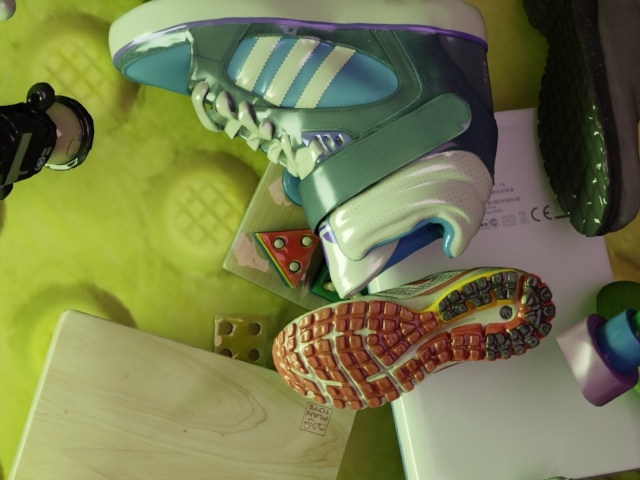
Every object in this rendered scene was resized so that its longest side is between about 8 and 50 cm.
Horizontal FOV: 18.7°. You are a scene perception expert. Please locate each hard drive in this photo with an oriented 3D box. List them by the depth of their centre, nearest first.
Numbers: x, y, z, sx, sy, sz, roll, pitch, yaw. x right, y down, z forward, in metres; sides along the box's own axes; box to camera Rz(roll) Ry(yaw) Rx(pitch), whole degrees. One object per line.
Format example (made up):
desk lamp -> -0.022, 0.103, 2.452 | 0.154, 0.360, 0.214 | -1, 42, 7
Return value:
hard drive -> 0.147, 0.051, 1.637 | 0.210, 0.040, 0.319 | -7, 77, -17

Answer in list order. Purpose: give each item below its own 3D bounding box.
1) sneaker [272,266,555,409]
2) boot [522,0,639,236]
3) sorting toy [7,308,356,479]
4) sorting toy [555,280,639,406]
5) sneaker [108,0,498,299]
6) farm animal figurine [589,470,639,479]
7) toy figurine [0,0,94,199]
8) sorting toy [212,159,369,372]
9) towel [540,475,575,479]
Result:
sneaker -> 0.073, 0.075, 1.553 | 0.225, 0.093, 0.088 | -12, 98, 1
boot -> 0.300, -0.152, 1.657 | 0.222, 0.118, 0.338 | 5, 60, -14
sorting toy -> -0.133, 0.213, 1.609 | 0.257, 0.089, 0.256 | 18, 85, -15
sorting toy -> 0.322, 0.062, 1.609 | 0.126, 0.365, 0.127 | -35, 75, 27
sneaker -> -0.019, -0.073, 1.564 | 0.322, 0.130, 0.236 | 0, 76, 8
farm animal figurine -> 0.383, 0.274, 1.710 | 0.330, 0.172, 0.327 | -34, 98, -13
toy figurine -> -0.301, -0.120, 1.504 | 0.213, 0.148, 0.210 | -19, 91, 27
sorting toy -> 0.000, 0.000, 1.669 | 0.132, 0.046, 0.275 | 27, 83, -14
towel -> 0.086, 0.319, 1.541 | 0.121, 0.284, 0.235 | 51, 40, 11
